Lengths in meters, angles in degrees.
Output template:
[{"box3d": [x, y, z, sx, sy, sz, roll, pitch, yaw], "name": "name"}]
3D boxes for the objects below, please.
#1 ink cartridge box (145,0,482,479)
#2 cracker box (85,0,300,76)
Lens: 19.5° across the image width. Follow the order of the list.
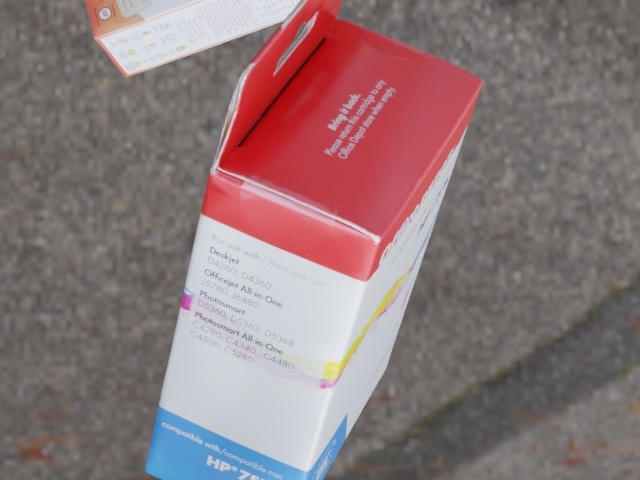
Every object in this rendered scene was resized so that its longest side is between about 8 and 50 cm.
[{"box3d": [0.000, 0.000, 0.818, 0.078, 0.134, 0.231, 24, 131, 9], "name": "ink cartridge box"}, {"box3d": [-0.054, -0.226, 1.270, 0.232, 0.155, 0.067, -19, 156, 6], "name": "cracker box"}]
